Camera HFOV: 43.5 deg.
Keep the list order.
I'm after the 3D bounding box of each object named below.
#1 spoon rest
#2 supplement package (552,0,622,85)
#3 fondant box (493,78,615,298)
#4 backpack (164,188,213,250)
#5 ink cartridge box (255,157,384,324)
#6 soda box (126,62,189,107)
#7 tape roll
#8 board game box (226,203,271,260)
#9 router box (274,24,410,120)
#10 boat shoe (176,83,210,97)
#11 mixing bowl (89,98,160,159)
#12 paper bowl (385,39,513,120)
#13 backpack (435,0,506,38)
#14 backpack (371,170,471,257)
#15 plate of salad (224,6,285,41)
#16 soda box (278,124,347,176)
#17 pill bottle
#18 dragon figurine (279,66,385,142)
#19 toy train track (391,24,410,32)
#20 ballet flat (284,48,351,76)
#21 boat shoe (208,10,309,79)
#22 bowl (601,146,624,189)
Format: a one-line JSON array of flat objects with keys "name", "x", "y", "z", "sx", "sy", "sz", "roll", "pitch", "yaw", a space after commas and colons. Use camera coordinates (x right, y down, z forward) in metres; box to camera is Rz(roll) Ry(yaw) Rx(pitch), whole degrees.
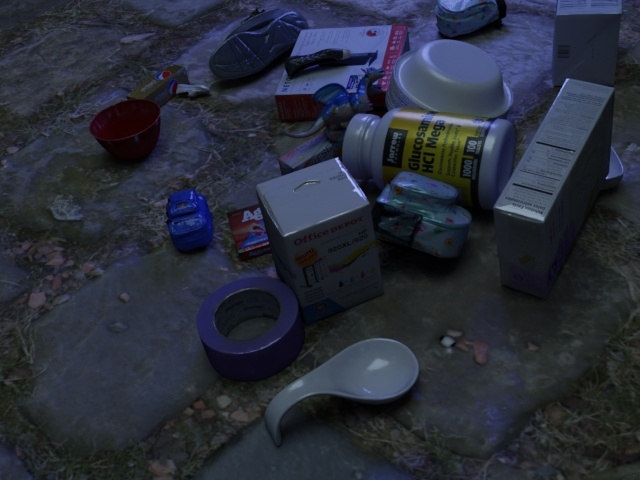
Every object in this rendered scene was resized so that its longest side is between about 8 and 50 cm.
[{"name": "spoon rest", "x": 0.035, "y": 0.244, "z": 1.338, "sx": 0.276, "sy": 0.084, "sz": 0.137, "roll": -24, "pitch": 43, "yaw": -13}, {"name": "supplement package", "x": 0.647, "y": -0.511, "z": 1.951, "sx": 0.149, "sy": 0.194, "sz": 0.203, "roll": 4, "pitch": 43, "yaw": 16}, {"name": "fondant box", "x": 0.430, "y": -0.094, "z": 1.463, "sx": 0.096, "sy": 0.238, "sz": 0.330, "roll": 21, "pitch": 62, "yaw": 29}, {"name": "backpack", "x": -0.287, "y": -0.042, "z": 1.722, "sx": 0.098, "sy": 0.101, "sz": 0.120, "roll": -18, "pitch": 45, "yaw": 4}, {"name": "ink cartridge box", "x": 0.000, "y": 0.000, "z": 1.504, "sx": 0.171, "sy": 0.232, "sz": 0.168, "roll": -21, "pitch": 42, "yaw": -10}, {"name": "soda box", "x": -0.445, "y": -0.414, "z": 2.203, "sx": 0.061, "sy": 0.058, "sz": 0.181, "roll": 19, "pitch": 50, "yaw": 30}, {"name": "tape roll", "x": -0.127, "y": 0.160, "z": 1.472, "sx": 0.189, "sy": 0.080, "sz": 0.189, "roll": -7, "pitch": 42, "yaw": 6}, {"name": "board game box", "x": -0.053, "y": -0.049, "z": 1.729, "sx": 0.281, "sy": 0.027, "sz": 0.145, "roll": -17, "pitch": 40, "yaw": -6}, {"name": "router box", "x": 0.066, "y": -0.440, "z": 2.094, "sx": 0.301, "sy": 0.082, "sz": 0.335, "roll": 0, "pitch": 43, "yaw": 14}, {"name": "boat shoe", "x": -0.350, "y": -0.405, "z": 2.195, "sx": 0.100, "sy": 0.035, "sz": 0.035, "roll": 7, "pitch": 72, "yaw": 15}, {"name": "mixing bowl", "x": -0.478, "y": -0.267, "z": 2.016, "sx": 0.182, "sy": 0.098, "sz": 0.181, "roll": -6, "pitch": 42, "yaw": 6}, {"name": "paper bowl", "x": 0.301, "y": -0.350, "z": 1.835, "sx": 0.284, "sy": 0.148, "sz": 0.284, "roll": 7, "pitch": 44, "yaw": -7}, {"name": "backpack", "x": 0.402, "y": -0.637, "z": 2.212, "sx": 0.182, "sy": 0.115, "sz": 0.152, "roll": -25, "pitch": 45, "yaw": -10}, {"name": "backpack", "x": 0.200, "y": -0.047, "z": 1.555, "sx": 0.188, "sy": 0.144, "sz": 0.166, "roll": 26, "pitch": 19, "yaw": 6}, {"name": "plate of salad", "x": -0.193, "y": -0.618, "z": 2.300, "sx": 0.200, "sy": 0.048, "sz": 0.200, "roll": -28, "pitch": -1, "yaw": 0}, {"name": "soda box", "x": -0.007, "y": -0.199, "z": 1.860, "sx": 0.183, "sy": 0.058, "sz": 0.063, "roll": -34, "pitch": 46, "yaw": -22}, {"name": "pill bottle", "x": 0.225, "y": -0.178, "z": 1.685, "sx": 0.334, "sy": 0.187, "sz": 0.188, "roll": 10, "pitch": 46, "yaw": 24}, {"name": "dragon figurine", "x": 0.035, "y": -0.306, "z": 1.857, "sx": 0.289, "sy": 0.085, "sz": 0.144, "roll": -24, "pitch": 42, "yaw": -4}, {"name": "toy train track", "x": 0.225, "y": -0.601, "z": 2.289, "sx": 0.048, "sy": 0.014, "sz": 0.083, "roll": -24, "pitch": 42, "yaw": -14}, {"name": "ballet flat", "x": -0.006, "y": -0.453, "z": 2.038, "sx": 0.173, "sy": 0.057, "sz": 0.049, "roll": -12, "pitch": 82, "yaw": 2}, {"name": "boat shoe", "x": -0.177, "y": -0.537, "z": 2.254, "sx": 0.320, "sy": 0.118, "sz": 0.103, "roll": -37, "pitch": 3, "yaw": -22}, {"name": "bowl", "x": 0.549, "y": -0.147, "z": 1.676, "sx": 0.142, "sy": 0.053, "sz": 0.142, "roll": -9, "pitch": 40, "yaw": 4}]
